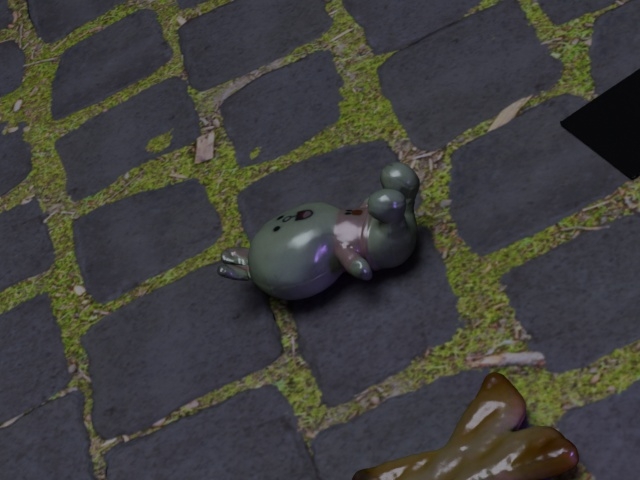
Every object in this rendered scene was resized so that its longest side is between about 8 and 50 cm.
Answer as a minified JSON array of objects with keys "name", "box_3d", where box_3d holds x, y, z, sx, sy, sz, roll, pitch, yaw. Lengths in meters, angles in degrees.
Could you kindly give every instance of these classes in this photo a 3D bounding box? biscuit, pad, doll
[{"name":"biscuit","box_3d":[0.148,0.241,1.653,0.208,0.047,0.164,-34,39,-7]},{"name":"pad","box_3d":[0.441,-0.180,1.984,0.245,0.006,0.170,-34,39,-6]},{"name":"doll","box_3d":[0.009,0.008,1.964,0.275,0.113,0.155,-23,29,18]}]
